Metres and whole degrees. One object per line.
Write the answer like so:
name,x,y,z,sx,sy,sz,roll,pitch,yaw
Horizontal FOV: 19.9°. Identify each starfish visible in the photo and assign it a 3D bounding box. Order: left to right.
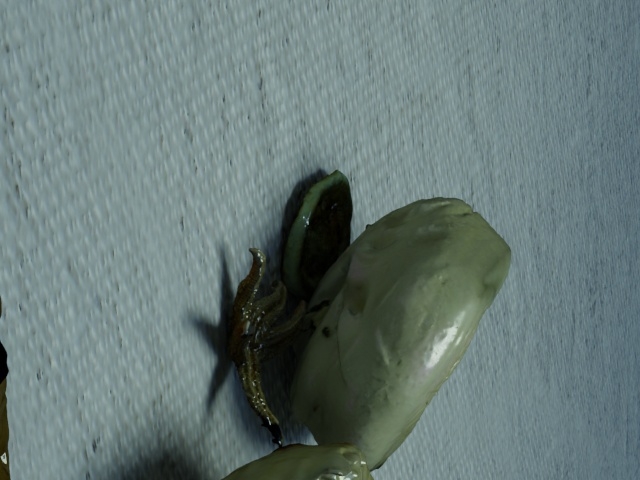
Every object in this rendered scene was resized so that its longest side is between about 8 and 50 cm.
starfish,-0.045,0.076,1.236,0.133,0.041,0.130,34,53,-68

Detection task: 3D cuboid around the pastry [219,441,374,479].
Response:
pastry,-0.042,0.253,1.167,0.237,0.170,0.255,-67,156,-79

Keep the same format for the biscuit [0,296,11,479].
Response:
biscuit,-0.227,0.133,0.782,0.296,0.075,0.295,16,90,-70

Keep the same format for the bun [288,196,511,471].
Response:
bun,0.048,0.062,1.328,0.210,0.116,0.237,-57,179,-6

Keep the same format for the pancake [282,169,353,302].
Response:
pancake,-0.001,0.000,1.352,0.108,0.017,0.108,11,90,-67
